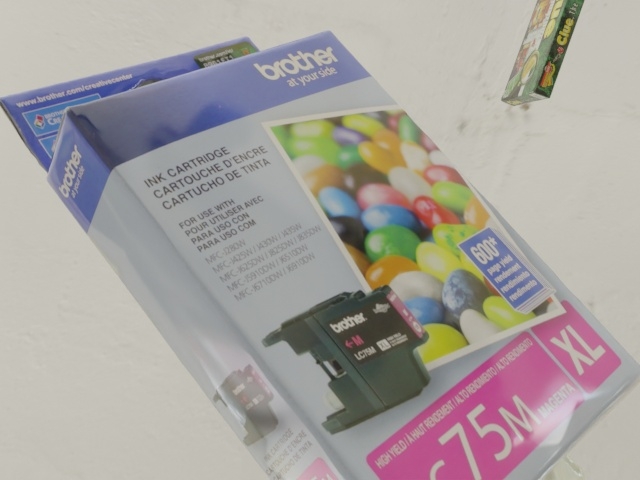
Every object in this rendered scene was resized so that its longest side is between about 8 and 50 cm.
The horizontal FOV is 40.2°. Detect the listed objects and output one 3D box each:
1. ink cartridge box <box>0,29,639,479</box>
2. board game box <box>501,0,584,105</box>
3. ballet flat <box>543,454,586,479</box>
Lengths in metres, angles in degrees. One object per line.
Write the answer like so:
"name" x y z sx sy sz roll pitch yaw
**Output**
"ink cartridge box" 0.000 0.000 0.442 0.311 0.185 0.065 48 -43 17
"board game box" 0.332 -0.321 1.237 0.030 0.136 0.260 19 -89 -11
"ballet flat" 0.213 0.191 1.085 0.139 0.139 0.400 -29 -74 8
